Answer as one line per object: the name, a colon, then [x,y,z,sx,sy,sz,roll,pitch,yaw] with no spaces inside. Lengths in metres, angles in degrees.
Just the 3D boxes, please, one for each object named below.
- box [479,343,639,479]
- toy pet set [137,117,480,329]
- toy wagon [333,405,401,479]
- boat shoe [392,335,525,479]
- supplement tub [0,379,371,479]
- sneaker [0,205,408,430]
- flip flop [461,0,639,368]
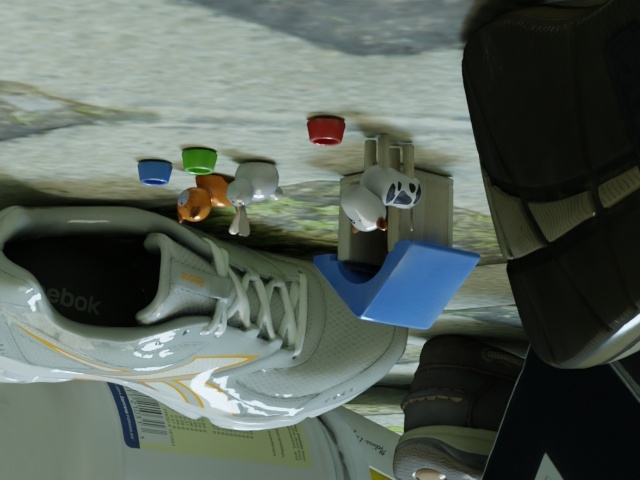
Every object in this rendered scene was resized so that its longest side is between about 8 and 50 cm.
box: [0.300,0.215,0.995,0.396,0.293,0.212,7,-154,-22]
toy pet set: [0.000,0.000,0.696,0.114,0.065,0.122,12,165,-41]
toy wagon: [0.107,0.269,1.556,0.267,0.068,0.344,24,159,35]
boat shoe: [0.209,0.149,1.244,0.355,0.130,0.132,19,157,-38]
supplement tub: [-0.135,0.203,1.290,0.235,0.235,0.325,-8,165,40]
sneaker: [-0.063,0.036,0.822,0.262,0.099,0.121,6,163,-25]
flip flop: [0.109,-0.037,0.447,0.080,0.112,0.277,-10,167,-19]
